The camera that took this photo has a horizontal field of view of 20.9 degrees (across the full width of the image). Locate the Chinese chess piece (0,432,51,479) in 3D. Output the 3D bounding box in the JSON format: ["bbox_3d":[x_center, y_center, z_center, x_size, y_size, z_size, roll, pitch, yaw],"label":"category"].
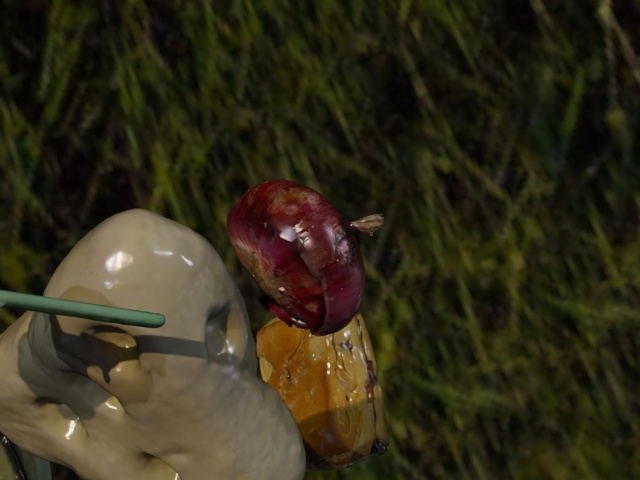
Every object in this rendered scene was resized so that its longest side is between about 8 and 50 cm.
[{"bbox_3d":[-0.458,0.265,1.822,0.349,0.349,0.146,-24,-165,3],"label":"Chinese chess piece"}]

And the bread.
[{"bbox_3d":[-0.004,0.209,2.440,0.099,0.235,0.210,-11,174,-36],"label":"bread"}]

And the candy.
[{"bbox_3d":[-0.245,0.041,1.242,0.305,0.083,0.091,12,143,-37],"label":"candy"}]

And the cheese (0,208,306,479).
[{"bbox_3d":[-0.206,0.106,1.578,0.328,0.129,0.351,6,138,32],"label":"cheese"}]

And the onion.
[{"bbox_3d":[0.000,0.000,1.552,0.140,0.150,0.150,-35,158,-26],"label":"onion"}]
